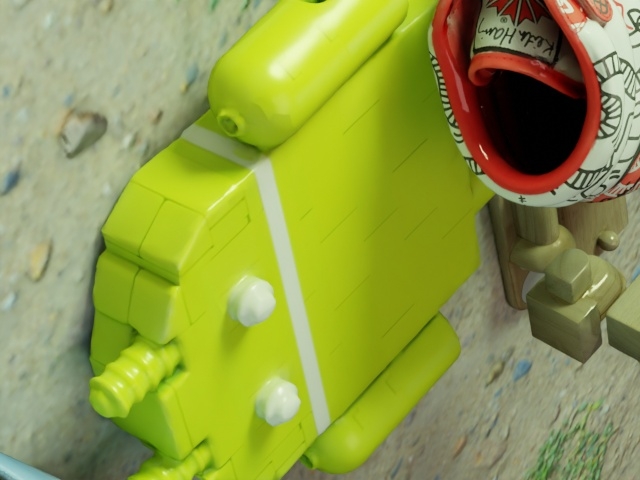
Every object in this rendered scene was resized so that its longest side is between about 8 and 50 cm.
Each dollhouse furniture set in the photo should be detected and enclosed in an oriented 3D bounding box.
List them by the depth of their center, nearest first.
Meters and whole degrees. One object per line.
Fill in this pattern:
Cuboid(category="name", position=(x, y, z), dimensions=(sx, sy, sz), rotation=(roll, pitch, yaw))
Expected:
Cuboid(category="dollhouse furniture set", position=(0.172, 0.020, 0.937), dimensions=(0.144, 0.151, 0.123), rotation=(-45, 143, -24))

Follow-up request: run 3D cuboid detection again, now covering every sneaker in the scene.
Cuboid(category="sneaker", position=(0.109, -0.146, 0.734), dimensions=(0.145, 0.090, 0.270), rotation=(-19, 112, -58))

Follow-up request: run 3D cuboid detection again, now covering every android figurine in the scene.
Cuboid(category="android figurine", position=(0.000, 0.000, 0.768), dimensions=(0.273, 0.056, 0.248), rotation=(-45, 143, -31))

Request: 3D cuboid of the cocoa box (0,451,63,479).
Cuboid(category="cocoa box", position=(-0.026, 0.255, 0.628), dimensions=(0.228, 0.347, 0.231), rotation=(-60, 148, -8))
